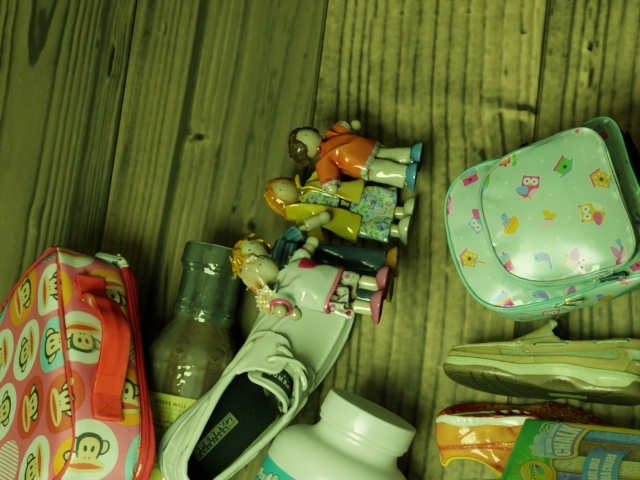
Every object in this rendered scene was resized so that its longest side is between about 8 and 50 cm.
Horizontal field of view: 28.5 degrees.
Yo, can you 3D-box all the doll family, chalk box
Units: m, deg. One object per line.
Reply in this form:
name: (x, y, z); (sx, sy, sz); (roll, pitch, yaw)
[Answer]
doll family: (0.000, 0.000, 1.244); (0.163, 0.118, 0.263); (10, 51, 10)
chalk box: (0.221, 0.241, 1.078); (0.213, 0.132, 0.132); (5, 110, 20)

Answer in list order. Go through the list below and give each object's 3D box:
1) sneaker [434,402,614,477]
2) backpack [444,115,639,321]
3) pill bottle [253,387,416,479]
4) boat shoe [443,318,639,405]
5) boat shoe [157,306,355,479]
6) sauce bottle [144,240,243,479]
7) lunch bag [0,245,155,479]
sneaker: (0.194, 0.189, 1.181); (0.175, 0.064, 0.067); (-2, 99, 29)
backpack: (0.209, -0.013, 1.161); (0.188, 0.144, 0.166); (-22, 77, 23)
pill bottle: (-0.007, 0.278, 1.199); (0.146, 0.146, 0.264); (27, 91, 26)
boat shoe: (0.212, 0.110, 1.183); (0.190, 0.068, 0.072); (5, 70, 16)
boat shoe: (-0.053, 0.138, 1.229); (0.267, 0.088, 0.096); (-43, 103, -17)
sauce bottle: (-0.140, 0.174, 1.298); (0.111, 0.111, 0.344); (10, 85, 26)
lunch bag: (-0.260, 0.154, 1.276); (0.258, 0.120, 0.293); (-49, 39, 36)
